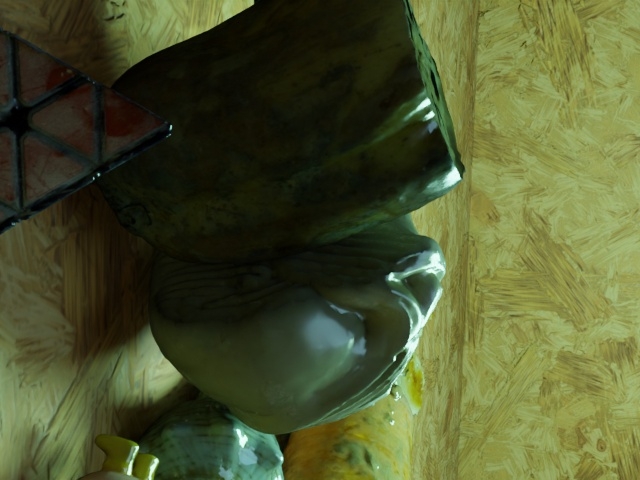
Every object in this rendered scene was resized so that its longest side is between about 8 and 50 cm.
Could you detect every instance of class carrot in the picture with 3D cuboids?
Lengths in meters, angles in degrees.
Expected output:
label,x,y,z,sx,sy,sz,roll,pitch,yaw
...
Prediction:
label,x,y,z,sx,sy,sz,roll,pitch,yaw
carrot,0.035,0.380,1.480,0.341,0.224,0.224,-69,155,-48

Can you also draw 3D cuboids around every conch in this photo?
label,x,y,z,sx,sy,sz,roll,pitch,yaw
conch,-0.111,0.256,1.113,0.386,0.169,0.203,-49,153,-59

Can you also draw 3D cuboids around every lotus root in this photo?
label,x,y,z,sx,sy,sz,roll,pitch,yaw
lotus root,-0.048,-0.108,0.919,0.250,0.346,0.250,-19,90,-84

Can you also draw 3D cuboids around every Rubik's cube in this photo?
label,x,y,z,sx,sy,sz,roll,pitch,yaw
Rubik's cube,-0.206,-0.097,0.813,0.178,0.190,0.211,-81,175,-77

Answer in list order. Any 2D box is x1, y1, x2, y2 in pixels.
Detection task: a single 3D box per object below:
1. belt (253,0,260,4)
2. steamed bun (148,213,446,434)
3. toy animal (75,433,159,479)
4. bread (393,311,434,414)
label,x,y,z,sx,sy,sz,roll,pitch,yaw
belt,-0.004,-0.391,1.087,0.436,0.173,0.300,-90,-175,-70
steamed bun,-0.024,0.078,1.068,0.324,0.309,0.219,-120,-166,-63
toy animal,-0.204,0.299,0.891,0.156,0.156,0.230,62,33,-58
bread,0.097,0.179,1.693,0.192,0.171,0.314,29,66,-67
